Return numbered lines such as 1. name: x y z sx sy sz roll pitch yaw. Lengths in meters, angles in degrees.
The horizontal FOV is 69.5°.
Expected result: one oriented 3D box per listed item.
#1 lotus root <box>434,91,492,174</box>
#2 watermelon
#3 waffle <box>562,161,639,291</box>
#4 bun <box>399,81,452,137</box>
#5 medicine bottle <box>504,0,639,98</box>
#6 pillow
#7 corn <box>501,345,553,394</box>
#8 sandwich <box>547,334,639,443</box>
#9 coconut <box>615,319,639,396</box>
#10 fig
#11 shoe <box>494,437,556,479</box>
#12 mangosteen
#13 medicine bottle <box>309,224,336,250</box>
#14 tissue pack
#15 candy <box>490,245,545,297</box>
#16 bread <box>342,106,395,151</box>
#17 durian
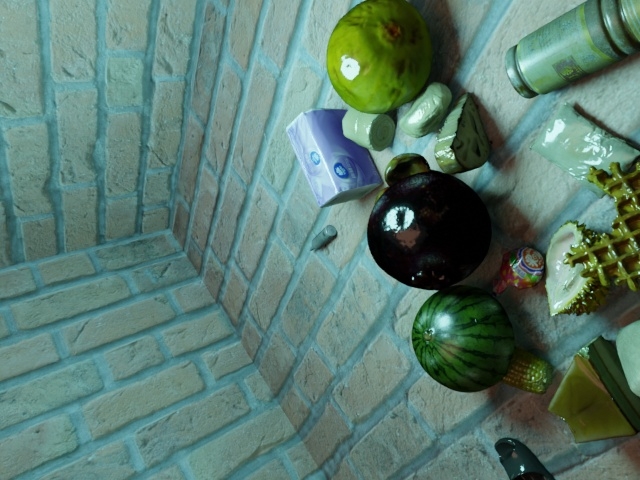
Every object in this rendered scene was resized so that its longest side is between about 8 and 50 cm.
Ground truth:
1. lotus root: 0.417 -0.289 1.328 0.170 0.261 0.074 44 146 -16
2. watermelon: 0.402 0.306 1.398 0.330 0.189 0.332 12 105 51
3. waffle: 0.703 -0.029 1.020 0.259 0.069 0.293 18 88 40
4. bun: 0.329 -0.394 1.418 0.111 0.164 0.188 40 121 -1
5. medicine bottle: 0.600 -0.454 1.049 0.322 0.151 0.152 -18 90 53
6. pillow: 0.657 -0.227 1.154 0.230 0.050 0.148 51 133 30
7. corn: 0.552 0.374 1.458 0.344 0.131 0.131 13 114 46
8. sandwich: 0.714 0.397 1.238 0.198 0.155 0.228 -44 69 49
9. coconut: 0.800 0.265 1.016 0.265 0.237 0.238 27 124 35
10. fig: 0.177 -0.549 1.423 0.343 0.343 0.344 23 121 45
11. shoe: 0.664 0.756 1.495 0.241 0.093 0.108 44 135 30
12. mangosteen: 0.324 -0.064 1.415 0.382 0.381 0.436 -43 37 50
13. medicine bottle: 0.000 0.000 2.052 0.058 0.057 0.199 61 141 14
14. tissue pack: 0.051 -0.316 1.715 0.160 0.242 0.339 -32 79 49
15. candy: 0.545 0.153 1.406 0.124 0.124 0.366 52 146 24
16. bread: 0.166 -0.394 1.615 0.141 0.148 0.134 33 89 40
17. durian: 0.672 0.069 1.189 0.137 0.183 0.250 5 108 12
